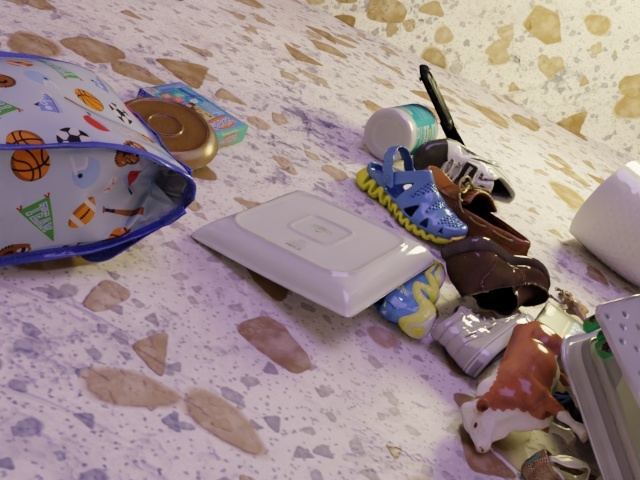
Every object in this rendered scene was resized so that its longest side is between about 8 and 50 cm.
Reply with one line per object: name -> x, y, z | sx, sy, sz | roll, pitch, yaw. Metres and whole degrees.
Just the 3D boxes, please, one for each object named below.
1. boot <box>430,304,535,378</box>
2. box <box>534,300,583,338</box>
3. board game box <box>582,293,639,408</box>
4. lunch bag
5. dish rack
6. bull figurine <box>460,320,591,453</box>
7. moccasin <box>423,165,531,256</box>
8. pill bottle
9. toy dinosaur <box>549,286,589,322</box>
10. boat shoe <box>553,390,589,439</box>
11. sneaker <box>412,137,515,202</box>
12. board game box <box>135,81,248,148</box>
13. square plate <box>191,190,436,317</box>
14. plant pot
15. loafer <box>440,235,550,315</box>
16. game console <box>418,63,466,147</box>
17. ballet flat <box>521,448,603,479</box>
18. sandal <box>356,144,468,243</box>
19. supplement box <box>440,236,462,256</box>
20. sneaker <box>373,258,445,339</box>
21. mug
boot -> 0.308, 0.161, 1.482 | 0.123, 0.095, 0.258 | 44, 31, 19
box -> 0.504, 0.223, 1.602 | 0.175, 0.051, 0.220 | 35, 28, 16
board game box -> 0.615, 0.260, 1.230 | 0.389, 0.050, 0.390 | -7, 67, -36
lunch bag -> -0.422, -0.131, 1.186 | 0.385, 0.239, 0.328 | -11, 43, -41
dish rack -> 0.522, 0.297, 1.273 | 0.285, 0.072, 0.333 | 1, 69, -49
bull figurine -> 0.354, 0.249, 1.301 | 0.188, 0.101, 0.310 | 31, 43, 10
moccasin -> 0.368, -0.072, 1.900 | 0.139, 0.147, 0.380 | 9, 32, -32
pill bottle -> 0.241, -0.310, 2.211 | 0.146, 0.146, 0.264 | 36, 28, 18
toy dinosaur -> 0.581, 0.153, 1.799 | 0.092, 0.053, 0.183 | 19, 27, -19
boat shoe -> 0.489, 0.294, 1.400 | 0.089, 0.109, 0.258 | 6, 31, -42
sneaker -> 0.408, -0.184, 2.166 | 0.330, 0.122, 0.146 | 12, 28, -26
board game box -> -0.291, -0.283, 1.784 | 0.210, 0.047, 0.160 | 34, 27, 14
square plate -> 0.000, 0.000, 1.454 | 0.347, 0.049, 0.344 | 25, 27, 25
plant pot -> -0.323, -0.229, 1.619 | 0.236, 0.032, 0.236 | 13, 40, -11
loafer -> 0.361, 0.097, 1.608 | 0.366, 0.133, 0.130 | 19, 60, -46
game console -> 0.364, -0.354, 2.293 | 0.361, 0.044, 0.213 | 59, 11, -28
ballet flat -> 0.414, 0.380, 1.219 | 0.206, 0.067, 0.073 | 22, 27, -11
sandal -> 0.225, -0.113, 1.858 | 0.317, 0.138, 0.126 | 41, 27, 22
supplement box -> 0.321, 0.038, 1.764 | 0.043, 0.055, 0.083 | -4, 41, -47
sneaker -> 0.164, 0.085, 1.494 | 0.126, 0.091, 0.240 | 25, 27, -2
mug -> 0.914, 0.002, 2.185 | 0.328, 0.276, 0.374 | 48, 2, 25
